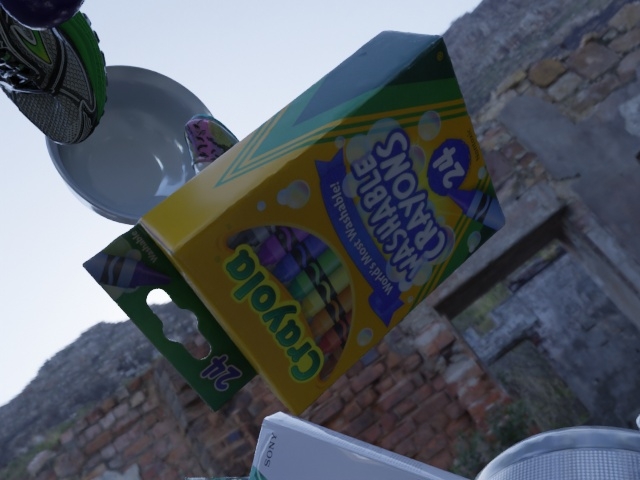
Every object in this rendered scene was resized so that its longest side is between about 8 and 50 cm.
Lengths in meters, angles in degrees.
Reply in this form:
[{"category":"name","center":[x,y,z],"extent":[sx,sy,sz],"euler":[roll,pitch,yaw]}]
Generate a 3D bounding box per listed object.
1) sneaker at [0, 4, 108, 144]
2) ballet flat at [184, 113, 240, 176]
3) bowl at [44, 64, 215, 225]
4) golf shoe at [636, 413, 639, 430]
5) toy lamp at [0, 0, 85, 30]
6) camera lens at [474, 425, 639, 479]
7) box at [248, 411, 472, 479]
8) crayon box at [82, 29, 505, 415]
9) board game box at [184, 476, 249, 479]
[{"category":"sneaker","center":[-0.329,-0.210,0.629],"extent":[0.134,0.146,0.344],"euler":[-3,-34,13]},{"category":"ballet flat","center":[-0.121,-0.070,0.843],"extent":[0.221,0.076,0.079],"euler":[66,-145,-63]},{"category":"bowl","center":[-0.322,-0.141,1.117],"extent":[0.297,0.298,0.134],"euler":[-19,-12,-34]},{"category":"golf shoe","center":[0.256,0.078,0.422],"extent":[0.093,0.077,0.198],"euler":[-34,-12,35]},{"category":"toy lamp","center":[-0.015,-0.152,0.294],"extent":[0.274,0.080,0.080],"euler":[-3,-21,12]},{"category":"camera lens","center":[0.190,0.277,0.412],"extent":[0.219,0.219,0.274],"euler":[-53,2,34]},{"category":"box","center":[0.053,0.367,0.770],"extent":[0.058,0.321,0.233],"euler":[15,-92,-69]},{"category":"crayon box","center":[0.000,0.000,0.550],"extent":[0.323,0.083,0.203],"euler":[-40,-54,-14]},{"category":"board game box","center":[-0.084,0.415,0.966],"extent":[0.259,0.030,0.136],"euler":[8,-77,-22]}]
